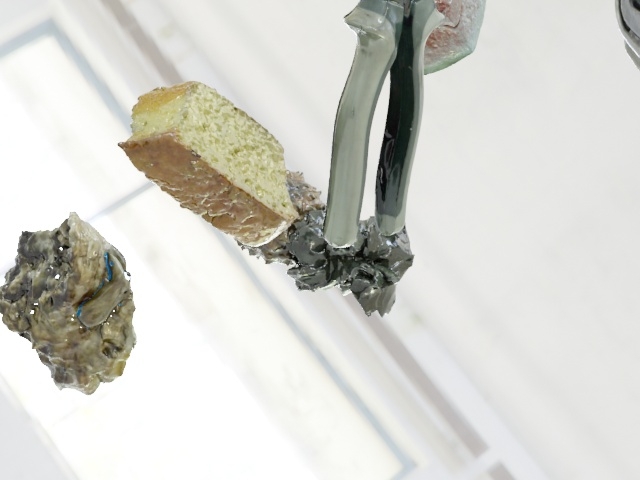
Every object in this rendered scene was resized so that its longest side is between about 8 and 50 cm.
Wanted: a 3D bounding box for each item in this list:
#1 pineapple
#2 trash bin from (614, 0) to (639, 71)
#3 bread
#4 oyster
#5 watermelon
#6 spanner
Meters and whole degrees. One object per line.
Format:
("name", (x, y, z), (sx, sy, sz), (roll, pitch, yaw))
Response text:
("pineapple", (0.000, 0.000, 1.697), (0.237, 0.111, 0.119), (33, -44, 34))
("trash bin", (0.428, -0.188, 1.490), (0.290, 0.182, 0.209), (29, 13, -29))
("bread", (-0.092, -0.068, 1.314), (0.065, 0.103, 0.187), (-27, -44, 28))
("oyster", (-0.311, 0.086, 1.889), (0.214, 0.083, 0.223), (-22, -82, 39))
("watermelon", (0.149, -0.264, 1.932), (0.180, 0.094, 0.081), (-54, -134, 33))
("spanner", (0.054, -0.148, 1.258), (0.040, 0.096, 0.324), (27, -61, 38))
